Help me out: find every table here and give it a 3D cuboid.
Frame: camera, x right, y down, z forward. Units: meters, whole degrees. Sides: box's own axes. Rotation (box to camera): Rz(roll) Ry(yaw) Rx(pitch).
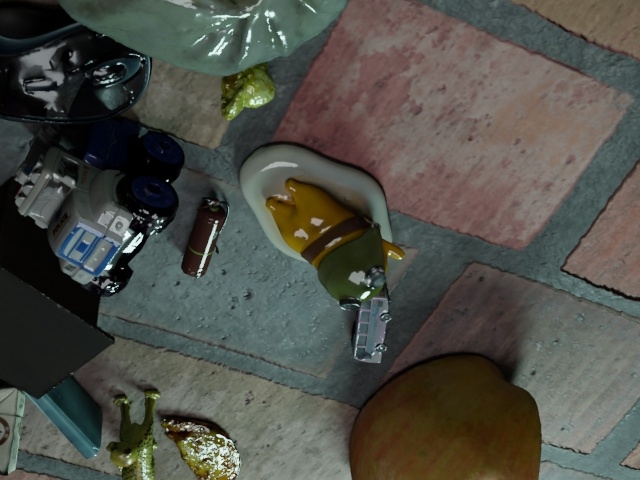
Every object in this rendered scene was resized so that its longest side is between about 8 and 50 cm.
[{"bbox_3d":[-0.387,0.069,1.578,0.172,0.169,0.193,-36,125,24],"label":"table"}]

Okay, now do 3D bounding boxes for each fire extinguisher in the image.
[{"bbox_3d":[-0.151,-0.009,1.613,0.056,0.039,0.132,-13,140,-38],"label":"fire extinguisher"}]

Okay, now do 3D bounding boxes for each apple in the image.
[{"bbox_3d":[0.202,0.342,1.854,0.252,0.314,0.309,-32,151,-35],"label":"apple"}]

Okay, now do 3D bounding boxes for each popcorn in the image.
[{"bbox_3d":[-0.090,-0.180,1.447,0.068,0.083,0.059,24,150,19],"label":"popcorn"}]

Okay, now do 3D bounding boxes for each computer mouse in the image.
[{"bbox_3d":[-0.312,-0.199,1.400,0.233,0.096,0.137,-6,130,2],"label":"computer mouse"}]

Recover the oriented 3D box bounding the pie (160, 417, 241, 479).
[{"bbox_3d":[-0.176,0.334,1.912,0.088,0.033,0.191,-20,130,5],"label":"pie"}]

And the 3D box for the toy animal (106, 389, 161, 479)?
[{"bbox_3d":[-0.279,0.324,1.826,0.073,0.136,0.181,2,131,-6],"label":"toy animal"}]

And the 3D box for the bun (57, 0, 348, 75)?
[{"bbox_3d":[-0.129,-0.315,1.249,0.354,0.194,0.354,-3,129,-3],"label":"bun"}]

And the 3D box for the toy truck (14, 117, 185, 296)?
[{"bbox_3d":[-0.272,-0.058,1.450,0.177,0.213,0.161,28,122,-20],"label":"toy truck"}]

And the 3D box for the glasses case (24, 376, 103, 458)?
[{"bbox_3d":[-0.396,0.197,1.747,0.056,0.105,0.266,-37,128,-7],"label":"glasses case"}]

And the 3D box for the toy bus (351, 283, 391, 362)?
[{"bbox_3d":[0.072,0.119,1.740,0.052,0.037,0.131,3,130,-4],"label":"toy bus"}]

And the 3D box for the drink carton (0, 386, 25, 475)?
[{"bbox_3d":[-0.583,0.247,1.691,0.324,0.132,0.194,8,170,-10],"label":"drink carton"}]

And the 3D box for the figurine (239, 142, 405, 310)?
[{"bbox_3d":[0.000,0.000,1.565,0.250,0.141,0.166,31,123,-27],"label":"figurine"}]
